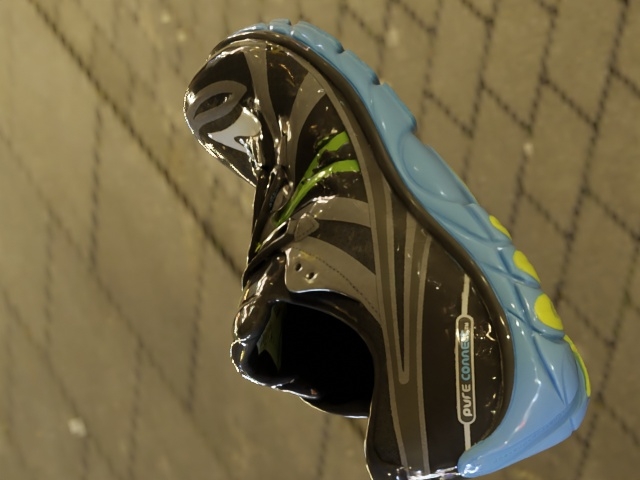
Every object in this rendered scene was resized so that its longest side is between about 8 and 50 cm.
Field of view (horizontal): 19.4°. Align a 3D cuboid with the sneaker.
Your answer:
[{"bbox_3d":[0.000,0.000,0.523,0.188,0.078,0.067,53,172,46],"label":"sneaker"}]
